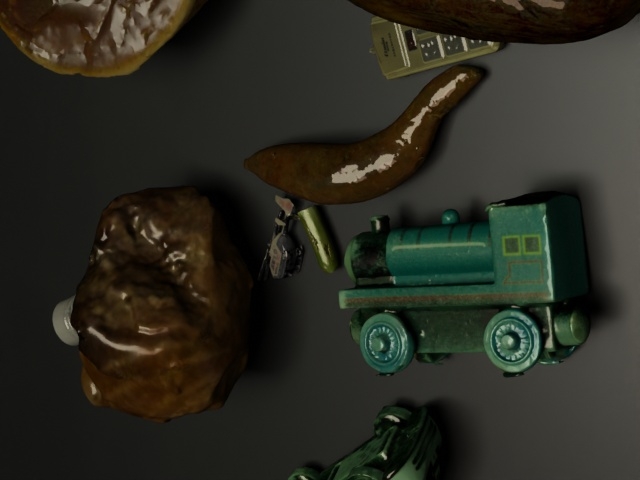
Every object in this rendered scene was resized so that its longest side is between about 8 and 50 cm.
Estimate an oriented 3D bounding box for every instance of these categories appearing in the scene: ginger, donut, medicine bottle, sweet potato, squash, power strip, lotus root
[{"bbox_3d":[-0.186,0.094,1.828,0.201,0.269,0.223,6,146,12],"label":"ginger"},{"bbox_3d":[-0.258,-0.364,1.791,0.330,0.160,0.329,7,108,21],"label":"donut"},{"bbox_3d":[-0.291,0.096,1.967,0.130,0.080,0.080,-17,93,36],"label":"medicine bottle"},{"bbox_3d":[0.045,-0.100,1.690,0.346,0.079,0.108,-20,78,33],"label":"sweet potato"},{"bbox_3d":[0.000,0.000,1.776,0.027,0.027,0.083,-25,89,36],"label":"squash"},{"bbox_3d":[0.122,-0.228,1.633,0.169,0.028,0.076,-12,96,36],"label":"power strip"},{"bbox_3d":[0.177,-0.294,1.454,0.398,0.179,0.195,12,129,26],"label":"lotus root"}]

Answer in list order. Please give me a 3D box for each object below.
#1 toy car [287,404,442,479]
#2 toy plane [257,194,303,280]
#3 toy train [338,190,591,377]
[{"bbox_3d":[0.042,0.319,1.772,0.125,0.136,0.306,43,126,-7],"label":"toy car"},{"bbox_3d":[-0.047,0.004,1.809,0.049,0.031,0.120,31,121,34],"label":"toy plane"},{"bbox_3d":[0.157,0.050,1.634,0.298,0.120,0.194,-4,92,35],"label":"toy train"}]
